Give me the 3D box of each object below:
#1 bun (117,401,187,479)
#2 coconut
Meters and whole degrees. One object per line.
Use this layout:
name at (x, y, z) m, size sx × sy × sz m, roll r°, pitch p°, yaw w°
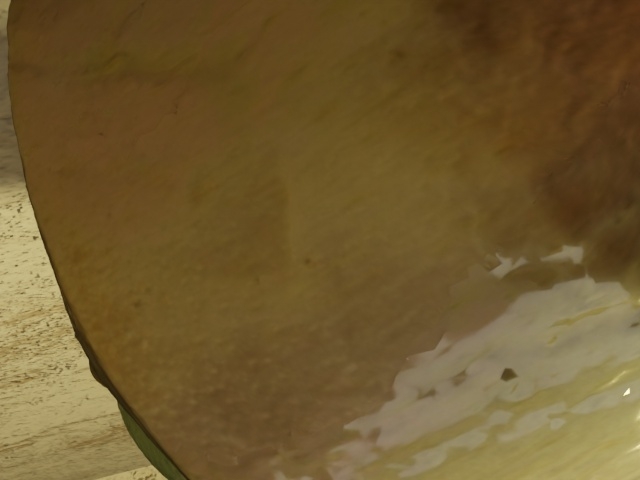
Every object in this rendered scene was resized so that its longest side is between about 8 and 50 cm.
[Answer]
bun at (0.000, 0.000, 0.805) m, size 0.293 × 0.293 × 0.187 m, roll -21°, pitch 129°, yaw 24°
coconut at (0.031, -0.019, 0.563) m, size 0.329 × 0.328 × 0.329 m, roll -15°, pitch 167°, yaw -3°
